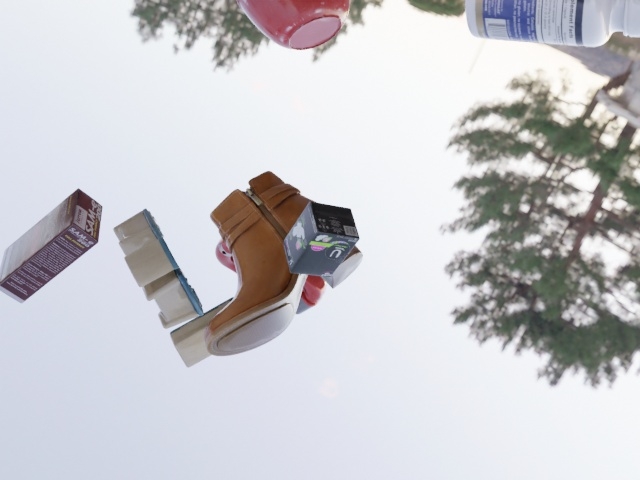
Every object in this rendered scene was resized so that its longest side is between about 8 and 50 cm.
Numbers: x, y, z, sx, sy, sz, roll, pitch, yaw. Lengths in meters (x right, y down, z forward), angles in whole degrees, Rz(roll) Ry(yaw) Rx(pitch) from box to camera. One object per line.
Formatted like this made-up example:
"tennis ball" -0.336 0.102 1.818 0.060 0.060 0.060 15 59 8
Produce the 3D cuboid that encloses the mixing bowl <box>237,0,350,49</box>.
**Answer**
"mixing bowl" -0.026 -0.353 1.233 0.181 0.181 0.098 -6 -110 -52

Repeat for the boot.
"boot" -0.105 0.024 1.224 0.283 0.109 0.220 -39 -115 -16

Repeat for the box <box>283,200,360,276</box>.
"box" 0.000 0.000 1.024 0.062 0.083 0.052 9 -132 -28

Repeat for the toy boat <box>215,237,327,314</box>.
"toy boat" -0.109 0.075 1.588 0.231 0.151 0.151 42 -132 -14

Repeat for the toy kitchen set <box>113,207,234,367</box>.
"toy kitchen set" -0.220 0.060 1.302 0.122 0.207 0.166 -28 -149 -9

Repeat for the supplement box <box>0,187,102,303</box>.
"supplement box" -0.569 0.012 1.714 0.073 0.239 0.130 41 -157 -34

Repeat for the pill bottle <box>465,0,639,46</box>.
"pill bottle" 0.232 -0.234 0.775 0.169 0.094 0.094 11 -165 24
